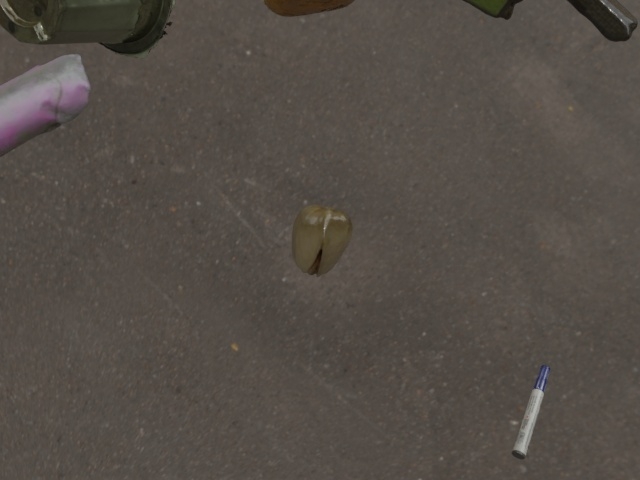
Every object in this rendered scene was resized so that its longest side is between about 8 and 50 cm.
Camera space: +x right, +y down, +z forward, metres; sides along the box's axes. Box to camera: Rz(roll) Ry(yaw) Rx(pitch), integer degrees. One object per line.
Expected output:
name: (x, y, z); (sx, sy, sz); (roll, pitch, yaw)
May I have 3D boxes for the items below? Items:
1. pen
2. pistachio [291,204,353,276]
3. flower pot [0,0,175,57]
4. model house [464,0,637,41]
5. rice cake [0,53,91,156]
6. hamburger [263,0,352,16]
pen: (0.391, 0.313, 1.298); (0.025, 0.025, 0.204); (36, 51, -2)
pistachio: (0.000, 0.000, 1.265); (0.113, 0.149, 0.113); (8, 33, -5)
flower pot: (-0.450, -0.471, 1.306); (0.290, 0.290, 0.259); (46, 35, 5)
model house: (0.176, -0.289, 0.657); (0.218, 0.205, 0.279); (-25, 72, -38)
rice cake: (-0.298, -0.065, 0.545); (0.270, 0.049, 0.055); (-31, 88, -12)
hamburger: (-0.009, -0.459, 1.175); (0.213, 0.213, 0.108); (-11, 85, -27)
